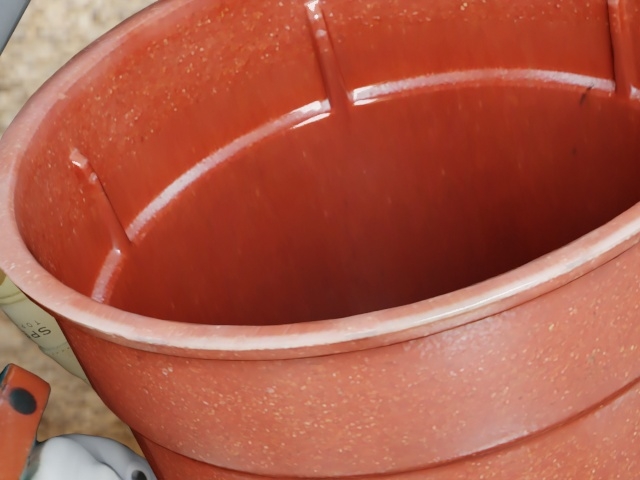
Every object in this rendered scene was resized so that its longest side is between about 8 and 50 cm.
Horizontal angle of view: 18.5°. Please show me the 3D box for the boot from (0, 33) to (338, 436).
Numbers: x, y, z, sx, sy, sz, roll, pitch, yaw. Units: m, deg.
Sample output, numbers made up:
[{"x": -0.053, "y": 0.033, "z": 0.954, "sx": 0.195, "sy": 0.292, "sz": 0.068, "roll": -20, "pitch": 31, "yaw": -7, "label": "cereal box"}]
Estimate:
[{"x": 0.000, "y": 0.000, "z": 0.881, "sx": 0.262, "sy": 0.095, "sz": 0.203, "roll": -38, "pitch": 115, "yaw": -5, "label": "boot"}]

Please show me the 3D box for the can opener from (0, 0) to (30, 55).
[{"x": -0.115, "y": -0.155, "z": 0.771, "sx": 0.074, "sy": 0.093, "sz": 0.280, "roll": 37, "pitch": 72, "yaw": -30, "label": "can opener"}]

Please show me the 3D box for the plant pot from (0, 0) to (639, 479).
[{"x": 0.046, "y": 0.057, "z": 0.737, "sx": 0.272, "sy": 0.272, "sz": 0.265, "roll": -20, "pitch": 122, "yaw": -5, "label": "plant pot"}]

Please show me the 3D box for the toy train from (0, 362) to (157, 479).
[{"x": -0.193, "y": 0.174, "z": 0.835, "sx": 0.190, "sy": 0.142, "sz": 0.334, "roll": 29, "pitch": 123, "yaw": -14, "label": "toy train"}]
